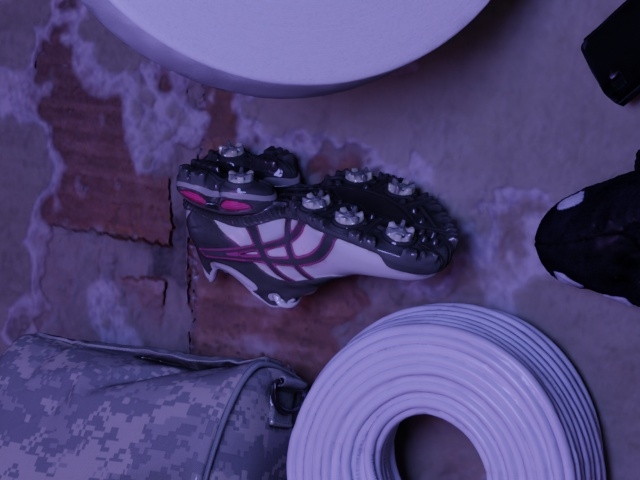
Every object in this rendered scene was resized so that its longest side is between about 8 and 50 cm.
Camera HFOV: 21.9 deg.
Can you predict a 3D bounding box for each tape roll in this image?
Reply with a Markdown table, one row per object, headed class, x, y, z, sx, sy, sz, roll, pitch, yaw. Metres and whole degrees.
| class | x | y | z | sx | sy | sz | roll | pitch | yaw |
| --- | --- | --- | --- | --- | --- | --- | --- | --- | --- |
| tape roll | -0.028 | -0.299 | 1.205 | 0.072 | 0.392 | 0.392 | 164 | 95 | -74 |

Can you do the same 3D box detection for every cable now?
| class | x | y | z | sx | sy | sz | roll | pitch | yaw |
| --- | --- | --- | --- | --- | --- | --- | --- | --- | --- |
| cable | 0.096 | 0.179 | 1.314 | 0.257 | 0.089 | 0.257 | 6 | 98 | 28 |

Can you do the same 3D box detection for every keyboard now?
| class | x | y | z | sx | sy | sz | roll | pitch | yaw |
| --- | --- | --- | --- | --- | --- | --- | --- | --- | --- |
| keyboard | 0.281 | -0.165 | 1.204 | 0.192 | 0.038 | 0.100 | -42 | 49 | 31 |

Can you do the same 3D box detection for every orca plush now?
| class | x | y | z | sx | sy | sz | roll | pitch | yaw |
| --- | --- | --- | --- | --- | --- | --- | --- | --- | --- |
| orca plush | 0.269 | 0.018 | 1.174 | 0.287 | 0.102 | 0.151 | 21 | 113 | 31 |

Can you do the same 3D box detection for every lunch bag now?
| class | x | y | z | sx | sy | sz | roll | pitch | yaw |
| --- | --- | --- | --- | --- | --- | --- | --- | --- | --- |
| lunch bag | -0.164 | 0.215 | 1.433 | 0.305 | 0.212 | 0.256 | 5 | 81 | 31 |

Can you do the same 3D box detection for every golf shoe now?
| class | x | y | z | sx | sy | sz | roll | pitch | yaw |
| --- | --- | --- | --- | --- | --- | --- | --- | --- | --- |
| golf shoe | 0.000 | 0.000 | 1.379 | 0.273 | 0.105 | 0.120 | 17 | 121 | 37 |
